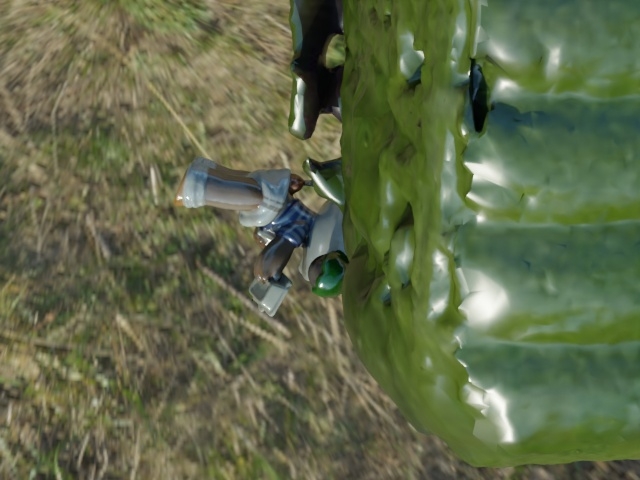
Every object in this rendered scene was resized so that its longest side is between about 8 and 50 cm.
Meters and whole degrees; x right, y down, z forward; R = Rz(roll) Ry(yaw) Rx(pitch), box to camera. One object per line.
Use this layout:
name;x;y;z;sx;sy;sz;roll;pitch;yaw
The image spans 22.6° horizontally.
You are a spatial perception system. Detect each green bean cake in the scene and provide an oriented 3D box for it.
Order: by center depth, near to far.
green bean cake;0.103;-0.088;0.771;0.218;0.319;0.335;-3;108;-5

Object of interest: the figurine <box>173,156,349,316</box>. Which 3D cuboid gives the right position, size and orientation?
figurine;0.000;0.001;1.054;0.197;0.147;0.093;10;104;1
